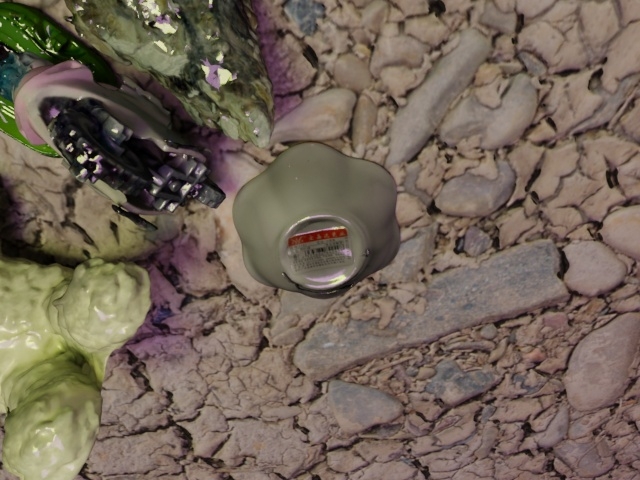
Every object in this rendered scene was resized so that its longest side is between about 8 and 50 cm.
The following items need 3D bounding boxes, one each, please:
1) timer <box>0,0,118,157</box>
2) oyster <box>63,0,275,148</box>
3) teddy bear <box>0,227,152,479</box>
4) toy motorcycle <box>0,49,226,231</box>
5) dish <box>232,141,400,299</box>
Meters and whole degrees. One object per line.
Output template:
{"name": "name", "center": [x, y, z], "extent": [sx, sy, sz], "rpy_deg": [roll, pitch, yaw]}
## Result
{"name": "timer", "center": [-0.294, -0.160, 0.461], "extent": [0.140, 0.047, 0.128], "rpy_deg": [36, 110, -23]}
{"name": "oyster", "center": [-0.145, -0.231, 0.386], "extent": [0.162, 0.158, 0.351], "rpy_deg": [-27, 102, 37]}
{"name": "teddy bear", "center": [-0.427, 0.071, 0.436], "extent": [0.362, 0.375, 0.327], "rpy_deg": [28, 72, -37]}
{"name": "toy motorcycle", "center": [-0.197, -0.104, 0.416], "extent": [0.204, 0.239, 0.108], "rpy_deg": [37, 79, 5]}
{"name": "dish", "center": [0.000, 0.000, 0.554], "extent": [0.230, 0.081, 0.229], "rpy_deg": [-2, 119, -3]}
